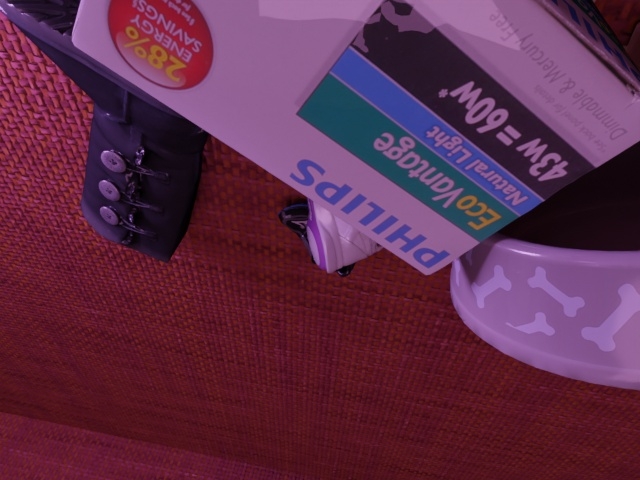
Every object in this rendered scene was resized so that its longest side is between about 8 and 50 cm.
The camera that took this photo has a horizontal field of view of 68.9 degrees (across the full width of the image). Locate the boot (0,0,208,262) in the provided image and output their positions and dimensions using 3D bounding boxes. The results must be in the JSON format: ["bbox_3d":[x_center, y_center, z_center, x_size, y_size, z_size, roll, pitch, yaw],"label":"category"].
[{"bbox_3d":[-0.350,-0.182,0.753,0.367,0.146,0.445,39,146,1],"label":"boot"}]

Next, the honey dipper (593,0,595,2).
[{"bbox_3d":[0.326,-0.295,0.535,0.031,0.030,0.160,22,132,-7],"label":"honey dipper"}]

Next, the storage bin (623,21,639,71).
[{"bbox_3d":[0.505,-0.131,0.583,0.263,0.123,0.260,3,135,13],"label":"storage bin"}]

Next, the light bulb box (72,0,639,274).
[{"bbox_3d":[0.054,-0.229,0.432,0.358,0.360,0.225,32,133,-18],"label":"light bulb box"}]

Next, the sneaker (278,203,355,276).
[{"bbox_3d":[0.000,0.000,0.873,0.067,0.078,0.188,-31,119,36],"label":"sneaker"}]

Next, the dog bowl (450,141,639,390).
[{"bbox_3d":[0.292,-0.017,0.445,0.349,0.348,0.102,-9,114,22],"label":"dog bowl"}]

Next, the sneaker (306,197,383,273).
[{"bbox_3d":[0.046,-0.091,0.760,0.152,0.114,0.304,-14,128,-12],"label":"sneaker"}]
